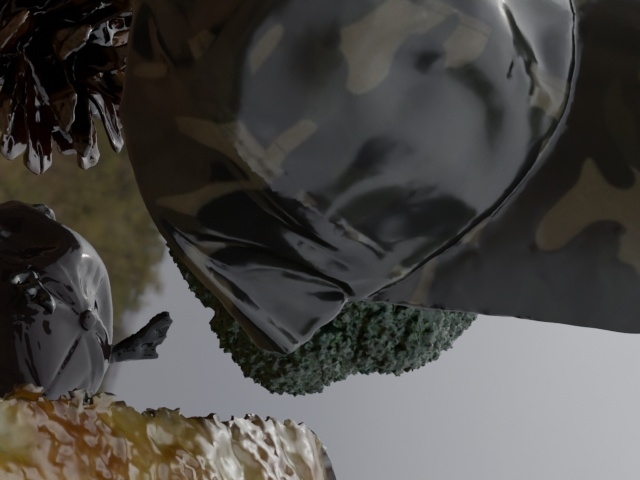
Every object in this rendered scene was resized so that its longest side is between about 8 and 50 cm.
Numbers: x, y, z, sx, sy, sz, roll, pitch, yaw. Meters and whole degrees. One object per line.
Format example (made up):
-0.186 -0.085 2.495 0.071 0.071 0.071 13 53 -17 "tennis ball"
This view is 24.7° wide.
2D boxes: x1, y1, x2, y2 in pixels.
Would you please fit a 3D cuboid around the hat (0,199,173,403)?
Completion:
-0.314 0.128 1.565 0.209 0.238 0.336 11 -117 41 "hat"

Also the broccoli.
0.000 0.000 1.235 0.297 0.297 0.298 120 -17 -64 "broccoli"

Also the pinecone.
-0.251 -0.170 1.392 0.201 0.229 0.202 59 -4 9 "pinecone"

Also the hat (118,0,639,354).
0.110 -0.104 0.858 0.257 0.381 0.366 35 62 -65 "hat"

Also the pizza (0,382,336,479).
-0.114 0.183 0.692 0.130 0.406 0.440 -33 -149 21 "pizza"
